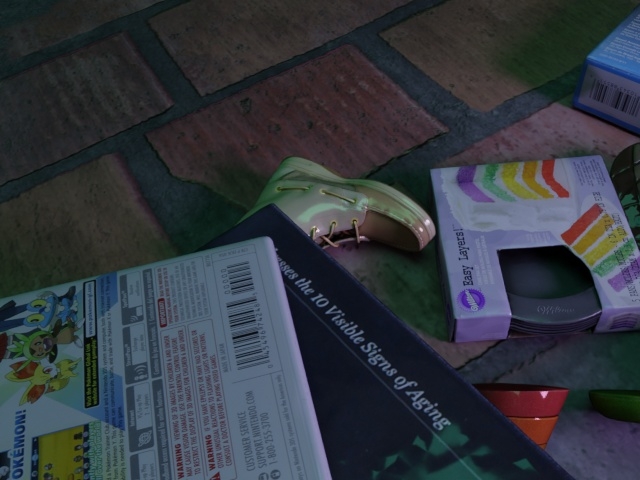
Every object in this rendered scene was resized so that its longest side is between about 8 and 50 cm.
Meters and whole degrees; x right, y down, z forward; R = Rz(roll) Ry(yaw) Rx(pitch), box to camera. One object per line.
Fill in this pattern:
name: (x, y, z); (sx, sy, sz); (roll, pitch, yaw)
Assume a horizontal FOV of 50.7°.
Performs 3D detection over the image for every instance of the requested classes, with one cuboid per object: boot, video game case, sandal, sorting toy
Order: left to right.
video game case: (-0.148, 0.159, 0.470); (0.300, 0.036, 0.329); (-13, 52, -4)
boot: (0.000, 0.000, 0.909); (0.262, 0.095, 0.203); (24, 58, 25)
sorting toy: (0.328, 0.221, 0.715); (0.366, 0.127, 0.126); (2, 81, 5)
sandal: (0.446, -0.033, 0.913); (0.090, 0.060, 0.219); (-7, 65, 8)

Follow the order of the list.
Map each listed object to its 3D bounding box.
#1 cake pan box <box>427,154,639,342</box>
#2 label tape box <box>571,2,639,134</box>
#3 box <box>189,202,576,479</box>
cake pan box: (0.277, 0.009, 0.889); (0.246, 0.070, 0.266); (-4, 52, 6)
label tape box: (0.596, -0.289, 1.062); (0.241, 0.106, 0.334); (34, 61, 28)
box: (-0.068, 0.299, 0.552); (0.472, 0.297, 0.480); (-35, 56, -18)
